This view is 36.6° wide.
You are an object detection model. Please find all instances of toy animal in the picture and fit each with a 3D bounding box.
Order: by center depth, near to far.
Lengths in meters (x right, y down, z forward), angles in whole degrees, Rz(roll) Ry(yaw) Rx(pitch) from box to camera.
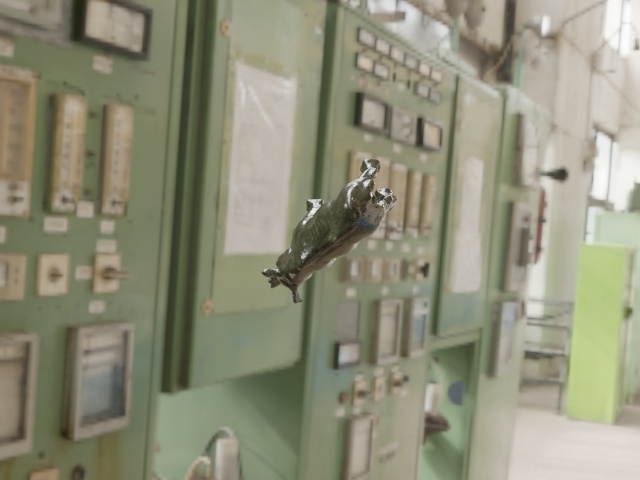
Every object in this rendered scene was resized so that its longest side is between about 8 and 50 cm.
[{"bbox_3d":[0.000,0.000,0.715,0.135,0.047,0.065,-37,16,37],"label":"toy animal"}]
